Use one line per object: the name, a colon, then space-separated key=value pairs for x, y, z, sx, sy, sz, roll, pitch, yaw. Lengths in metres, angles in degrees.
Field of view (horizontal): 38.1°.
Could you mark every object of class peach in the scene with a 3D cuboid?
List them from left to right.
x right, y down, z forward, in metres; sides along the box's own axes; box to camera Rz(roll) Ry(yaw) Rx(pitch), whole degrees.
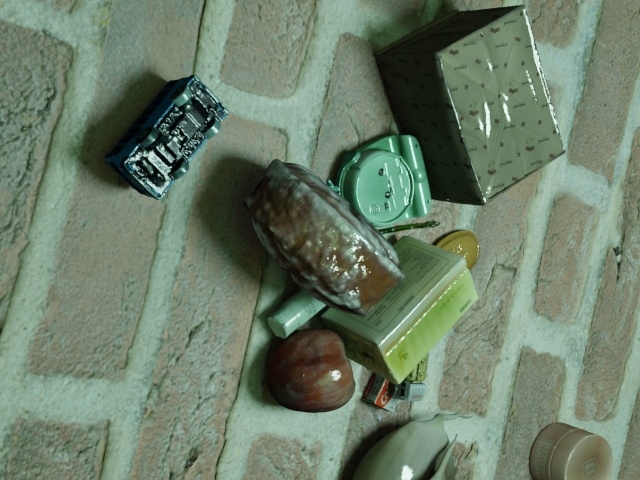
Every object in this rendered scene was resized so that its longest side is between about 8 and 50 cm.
peach: x=-0.021 y=0.229 z=1.586 sx=0.152 sy=0.152 sz=0.152 roll=-5 pitch=98 yaw=-33

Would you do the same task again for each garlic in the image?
garlic: x=0.190 y=0.487 z=1.689 sx=0.246 sy=0.231 sz=0.340 roll=18 pitch=92 yaw=-31

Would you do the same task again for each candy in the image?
candy: x=0.000 y=0.000 z=1.503 sx=0.289 sy=0.214 sz=0.157 roll=42 pitch=88 yaw=-13

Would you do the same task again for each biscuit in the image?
biscuit: x=0.260 y=0.043 z=1.799 sx=0.140 sy=0.023 sz=0.118 roll=-35 pitch=113 yaw=-25

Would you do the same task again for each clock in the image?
clock: x=0.096 y=-0.090 z=1.652 sx=0.211 sy=0.066 sz=0.159 roll=-24 pitch=108 yaw=-28

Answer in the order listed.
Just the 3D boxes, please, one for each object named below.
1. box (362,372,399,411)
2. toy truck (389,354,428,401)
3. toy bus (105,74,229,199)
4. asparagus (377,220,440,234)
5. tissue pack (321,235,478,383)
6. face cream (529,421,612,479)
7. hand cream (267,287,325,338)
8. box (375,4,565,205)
box: x=0.152 y=0.213 z=1.740 sx=0.055 sy=0.039 sz=0.218 roll=34 pitch=78 yaw=-32
toy truck: x=0.168 y=0.233 z=1.690 sx=0.052 sy=0.063 sz=0.123 roll=6 pitch=92 yaw=-34
toy bus: x=-0.236 y=-0.155 z=1.403 sx=0.090 sy=0.106 sz=0.184 roll=49 pitch=65 yaw=-31
asparagus: x=0.159 y=-0.023 z=1.732 sx=0.166 sy=0.016 sz=0.013 roll=-9 pitch=68 yaw=-31
tissue pack: x=0.141 y=0.119 z=1.644 sx=0.234 sy=0.159 sz=0.125 roll=-44 pitch=128 yaw=-22
face cream: x=0.537 y=0.474 z=1.983 sx=0.149 sy=0.104 sz=0.149 roll=-4 pitch=98 yaw=-32
hand cream: x=-0.006 y=0.093 z=1.620 sx=0.205 sy=0.050 sz=0.078 roll=-39 pitch=124 yaw=-27
box: x=0.273 y=-0.248 z=1.675 sx=0.225 sy=0.190 sz=0.297 roll=-32 pitch=112 yaw=-24
